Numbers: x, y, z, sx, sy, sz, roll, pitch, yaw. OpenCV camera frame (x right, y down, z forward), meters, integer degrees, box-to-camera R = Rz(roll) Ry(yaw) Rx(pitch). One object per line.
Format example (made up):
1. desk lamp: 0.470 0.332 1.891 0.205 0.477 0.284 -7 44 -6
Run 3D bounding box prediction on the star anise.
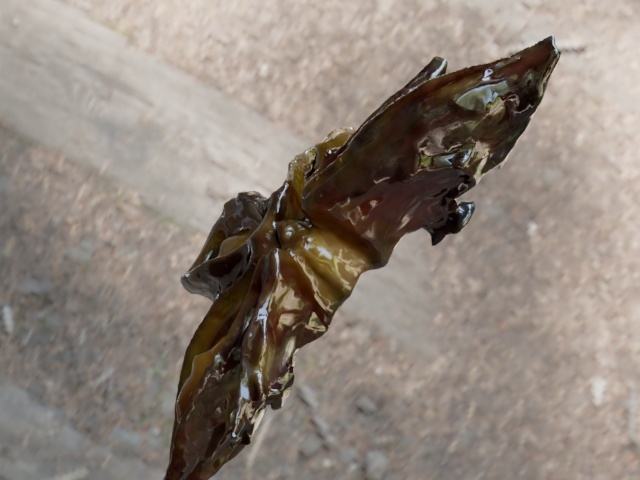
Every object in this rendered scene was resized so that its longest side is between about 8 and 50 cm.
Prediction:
1. star anise: -0.004 -0.002 0.594 0.053 0.212 0.157 32 10 -17
